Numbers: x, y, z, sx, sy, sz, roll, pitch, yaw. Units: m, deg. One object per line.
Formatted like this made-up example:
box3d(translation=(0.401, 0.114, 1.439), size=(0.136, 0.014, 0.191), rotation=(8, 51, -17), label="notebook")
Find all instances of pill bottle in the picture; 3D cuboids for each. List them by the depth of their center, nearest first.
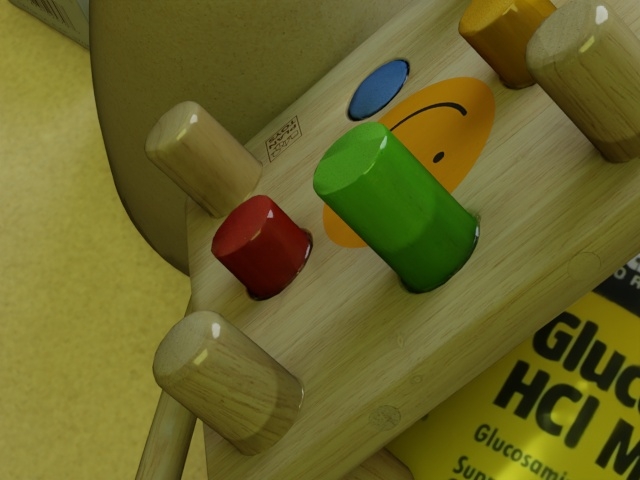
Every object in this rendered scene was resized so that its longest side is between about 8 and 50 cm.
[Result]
box3d(translation=(0.122, 0.078, 0.685), size=(0.188, 0.188, 0.334), rotation=(28, 73, 16), label="pill bottle")

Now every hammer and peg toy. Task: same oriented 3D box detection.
box3d(translation=(0.000, 0.000, 0.617), size=(0.361, 0.127, 0.266), rotation=(-39, 29, 16), label="hammer and peg toy")

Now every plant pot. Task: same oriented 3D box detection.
box3d(translation=(-0.032, -0.126, 0.805), size=(0.256, 0.274, 0.256), rotation=(-2, 70, 5), label="plant pot")

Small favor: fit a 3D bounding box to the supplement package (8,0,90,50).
box3d(translation=(-0.138, -0.231, 0.946), size=(0.105, 0.105, 0.179), rotation=(33, 77, 18), label="supplement package")
